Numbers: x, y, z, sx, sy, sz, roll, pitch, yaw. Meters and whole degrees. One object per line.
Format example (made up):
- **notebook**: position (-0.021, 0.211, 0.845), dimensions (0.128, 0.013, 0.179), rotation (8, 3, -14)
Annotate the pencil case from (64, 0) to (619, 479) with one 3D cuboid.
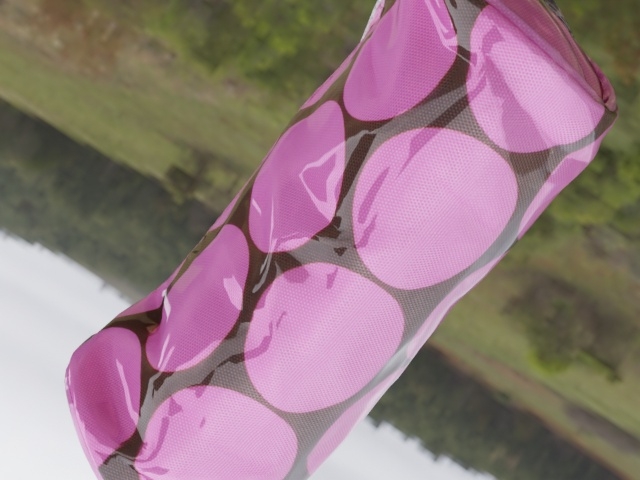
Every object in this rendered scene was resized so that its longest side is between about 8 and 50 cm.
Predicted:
- **pencil case**: position (0.000, 0.000, 0.531), dimensions (0.098, 0.209, 0.095), rotation (47, -163, 23)
